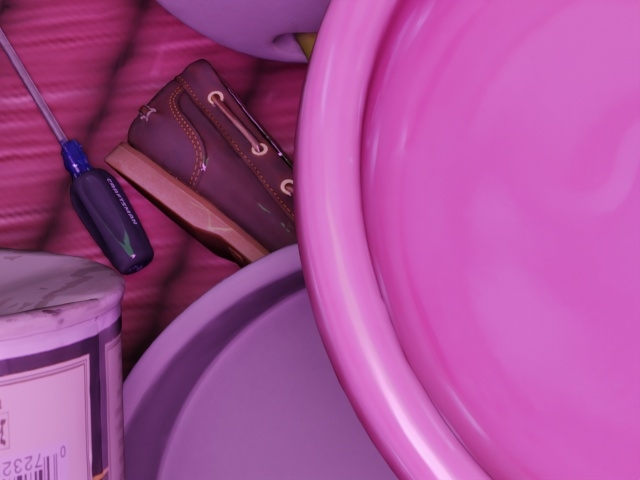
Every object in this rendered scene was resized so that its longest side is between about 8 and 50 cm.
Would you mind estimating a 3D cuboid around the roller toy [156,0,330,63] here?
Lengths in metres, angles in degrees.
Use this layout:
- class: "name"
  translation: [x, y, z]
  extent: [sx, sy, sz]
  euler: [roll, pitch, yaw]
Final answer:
- class: "roller toy"
  translation: [0.005, -0.180, 0.757]
  extent: [0.209, 0.146, 0.191]
  euler: [31, 71, -14]

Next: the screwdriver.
- class: "screwdriver"
  translation: [-0.123, -0.057, 0.862]
  extent: [0.025, 0.024, 0.170]
  euler: [-16, 69, -34]

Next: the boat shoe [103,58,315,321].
- class: "boat shoe"
  translation: [0.000, 0.000, 0.819]
  extent: [0.207, 0.073, 0.073]
  euler: [40, 83, 8]

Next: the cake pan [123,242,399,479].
- class: "cake pan"
  translation: [0.046, 0.136, 0.749]
  extent: [0.293, 0.054, 0.293]
  euler: [1, 97, 11]

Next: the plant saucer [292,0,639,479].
- class: "plant saucer"
  translation: [0.150, -0.009, 0.664]
  extent: [0.332, 0.084, 0.332]
  euler: [3, 74, -9]

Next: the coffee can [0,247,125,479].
- class: "coffee can"
  translation: [-0.168, 0.151, 0.678]
  extent: [0.201, 0.201, 0.275]
  euler: [0, 98, 0]
